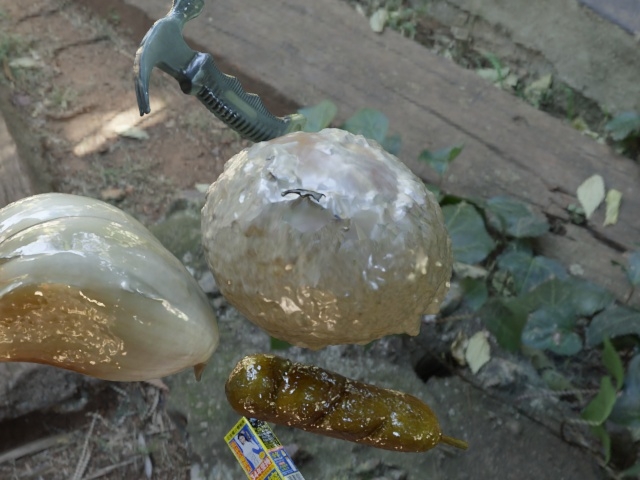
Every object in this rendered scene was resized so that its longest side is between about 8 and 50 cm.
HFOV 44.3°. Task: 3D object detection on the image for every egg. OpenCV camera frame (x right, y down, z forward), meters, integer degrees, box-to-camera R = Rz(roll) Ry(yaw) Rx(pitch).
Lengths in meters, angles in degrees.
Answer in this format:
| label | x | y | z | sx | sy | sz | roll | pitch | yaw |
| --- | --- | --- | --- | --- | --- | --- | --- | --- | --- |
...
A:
| label | x | y | z | sx | sy | sz | roll | pitch | yaw |
| --- | --- | --- | --- | --- | --- | --- | --- | --- | --- |
| egg | 0.000 | 0.000 | 0.925 | 0.310 | 0.279 | 0.279 | 27 | 49 | 30 |

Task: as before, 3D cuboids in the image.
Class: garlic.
| label | x | y | z | sx | sy | sz | roll | pitch | yaw |
| --- | --- | --- | --- | --- | --- | --- | --- | --- | --- |
| garlic | -0.287 | 0.060 | 0.950 | 0.313 | 0.286 | 0.250 | -3 | 88 | -14 |

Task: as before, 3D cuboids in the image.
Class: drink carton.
| label | x | y | z | sx | sy | sz | roll | pitch | yaw |
| --- | --- | --- | --- | --- | --- | --- | --- | --- | --- |
| drink carton | -0.099 | 0.398 | 1.418 | 0.056 | 0.071 | 0.166 | 6 | 41 | -56 |

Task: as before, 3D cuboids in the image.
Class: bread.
| label | x | y | z | sx | sy | sz | roll | pitch | yaw |
| --- | --- | --- | --- | --- | --- | --- | --- | --- | --- |
| bread | 0.040 | 0.222 | 1.035 | 0.344 | 0.124 | 0.084 | 17 | 74 | -14 |

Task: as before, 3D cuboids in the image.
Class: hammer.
| label | x | y | z | sx | sy | sz | roll | pitch | yaw |
| --- | --- | --- | --- | --- | --- | --- | --- | --- | --- |
| hammer | -0.122 | -0.182 | 0.972 | 0.041 | 0.226 | 0.159 | 5 | 65 | 59 |
